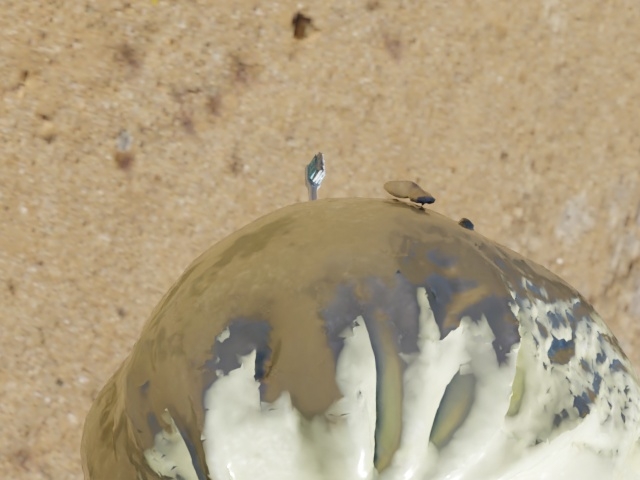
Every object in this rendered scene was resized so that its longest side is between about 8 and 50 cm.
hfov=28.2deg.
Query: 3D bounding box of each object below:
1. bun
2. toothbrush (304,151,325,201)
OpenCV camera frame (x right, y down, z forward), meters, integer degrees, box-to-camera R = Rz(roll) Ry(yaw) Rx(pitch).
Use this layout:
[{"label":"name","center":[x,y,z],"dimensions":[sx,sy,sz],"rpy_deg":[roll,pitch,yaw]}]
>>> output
[{"label":"bun","center":[0.017,0.109,0.539],"dimensions":[0.160,0.259,0.259],"rpy_deg":[-80,158,-52]},{"label":"toothbrush","center":[0.000,0.000,0.681],"dimensions":[0.014,0.162,0.017],"rpy_deg":[21,122,-17]}]
